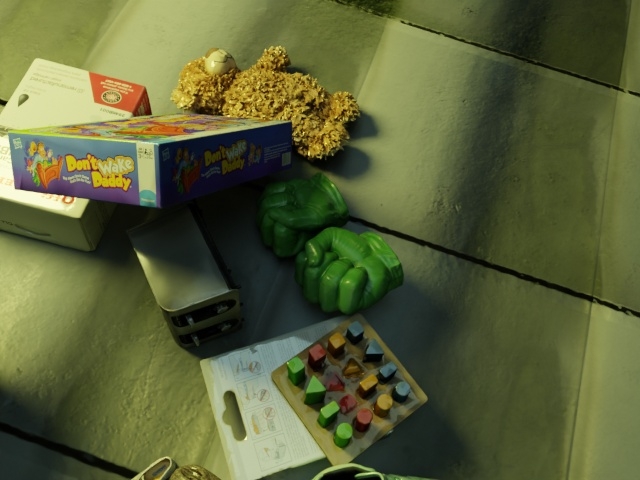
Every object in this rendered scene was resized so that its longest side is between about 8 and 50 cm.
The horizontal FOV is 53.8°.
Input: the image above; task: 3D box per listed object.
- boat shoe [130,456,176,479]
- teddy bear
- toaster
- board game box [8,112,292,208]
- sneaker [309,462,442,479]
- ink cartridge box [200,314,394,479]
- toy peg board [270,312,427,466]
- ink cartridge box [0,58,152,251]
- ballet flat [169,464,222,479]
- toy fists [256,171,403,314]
[{"bbox_3d":[-0.237,0.327,0.843,0.100,0.035,0.035,-36,71,-22],"label":"boat shoe"},{"bbox_3d":[-0.092,-0.257,1.130,0.338,0.113,0.245,34,62,12],"label":"teddy bear"},{"bbox_3d":[-0.195,0.049,0.920,0.110,0.168,0.185,-23,68,-16],"label":"toaster"},{"bbox_3d":[-0.219,-0.128,0.909,0.234,0.078,0.347,8,17,22],"label":"board game box"},{"bbox_3d":[0.100,0.342,0.806,0.256,0.151,0.094,4,60,-5],"label":"sneaker"},{"bbox_3d":[-0.035,0.227,0.914,0.233,0.066,0.189,-18,65,-6],"label":"ink cartridge box"},{"bbox_3d":[0.041,0.193,0.860,0.161,0.079,0.161,-33,69,-17],"label":"toy peg board"},{"bbox_3d":[-0.418,-0.141,1.028,0.197,0.114,0.272,15,62,1],"label":"ink cartridge box"},{"bbox_3d":[-0.095,0.377,0.818,0.250,0.058,0.084,35,65,12],"label":"ballet flat"},{"bbox_3d":[0.000,0.000,0.990,0.142,0.096,0.279,-27,57,-19],"label":"toy fists"}]
